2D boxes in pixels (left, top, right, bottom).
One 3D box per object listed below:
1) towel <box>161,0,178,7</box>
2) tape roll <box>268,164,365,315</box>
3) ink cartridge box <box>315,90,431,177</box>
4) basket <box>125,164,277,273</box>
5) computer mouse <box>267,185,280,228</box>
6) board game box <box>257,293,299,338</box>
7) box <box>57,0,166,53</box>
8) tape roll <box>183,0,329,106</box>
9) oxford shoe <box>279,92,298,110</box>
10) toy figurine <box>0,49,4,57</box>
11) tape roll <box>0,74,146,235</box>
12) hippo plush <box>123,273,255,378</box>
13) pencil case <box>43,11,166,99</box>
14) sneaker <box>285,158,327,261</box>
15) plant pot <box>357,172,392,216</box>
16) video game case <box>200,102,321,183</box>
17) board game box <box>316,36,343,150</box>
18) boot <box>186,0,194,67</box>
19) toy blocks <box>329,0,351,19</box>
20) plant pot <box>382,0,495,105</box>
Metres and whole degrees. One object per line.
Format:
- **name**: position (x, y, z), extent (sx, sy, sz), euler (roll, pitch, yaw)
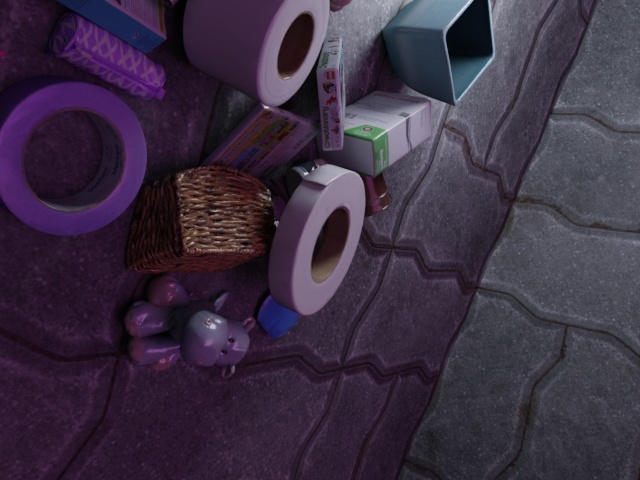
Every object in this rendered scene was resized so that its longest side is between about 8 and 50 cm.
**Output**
- **towel**: position (-0.276, -0.611, 0.903), extent (0.312, 0.056, 0.324), euler (37, 79, -30)
- **tape roll**: position (0.000, 0.000, 1.388), extent (0.392, 0.072, 0.392), euler (-46, 147, -43)
- **ink cartridge box**: position (0.157, -0.314, 1.560), extent (0.289, 0.211, 0.122), euler (-37, 133, -34)
- **basket**: position (-0.279, -0.046, 1.257), extent (0.299, 0.223, 0.214), euler (1, 76, -51)
- **computer mouse**: position (-0.124, -0.041, 1.478), extent (0.262, 0.060, 0.184), euler (36, 49, -71)
- **board game box**: position (-0.131, 0.212, 1.633), extent (0.133, 0.033, 0.169), euler (-46, 134, -18)
- **box**: position (-0.377, -0.426, 0.923), extent (0.244, 0.060, 0.101), euler (21, 54, -53)
- **tape roll**: position (-0.115, -0.398, 1.020), extent (0.246, 0.169, 0.246), euler (-54, 165, -22)
- **oxford shoe**: position (-0.092, -0.406, 1.241), extent (0.096, 0.082, 0.227), euler (-18, 88, -53)
- **toy figurine**: position (-0.561, -0.265, 0.805), extent (0.173, 0.130, 0.159), euler (43, 58, -27)
- **tape roll**: position (-0.459, -0.151, 0.982), extent (0.274, 0.090, 0.275), euler (-26, 127, -41)
- **hippo plush**: position (-0.290, 0.238, 1.266), extent (0.294, 0.236, 0.234), euler (31, 86, -55)
- **pencil case**: position (-0.381, -0.328, 0.984), extent (0.206, 0.088, 0.086), euler (17, 109, -55)
- **sneaker**: position (-0.006, -0.081, 1.554), extent (0.127, 0.126, 0.321), euler (-34, 133, -34)
- **plant pot**: position (0.123, -0.181, 1.644), extent (0.167, 0.167, 0.165), euler (-37, 127, -34)
- **video game case**: position (-0.138, -0.222, 1.287), extent (0.227, 0.026, 0.206), euler (-38, 155, 29)
- **board game box**: position (0.031, -0.375, 1.359), extent (0.305, 0.053, 0.193), euler (-83, 170, -57)
- **boot**: position (-0.244, -0.461, 1.093), extent (0.283, 0.109, 0.220), euler (5, 109, -60)
- **toy blocks**: position (-0.023, -0.639, 1.196), extent (0.308, 0.260, 0.289), euler (-32, 105, -6)
- **plant pot**: position (0.333, -0.585, 1.602), extent (0.248, 0.252, 0.247), euler (-50, 140, -21)
